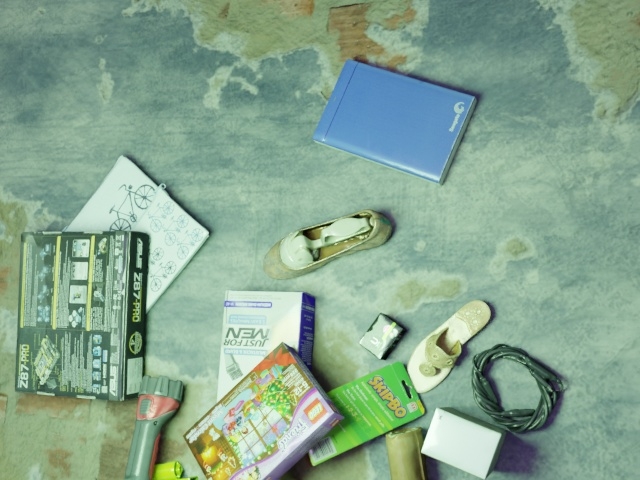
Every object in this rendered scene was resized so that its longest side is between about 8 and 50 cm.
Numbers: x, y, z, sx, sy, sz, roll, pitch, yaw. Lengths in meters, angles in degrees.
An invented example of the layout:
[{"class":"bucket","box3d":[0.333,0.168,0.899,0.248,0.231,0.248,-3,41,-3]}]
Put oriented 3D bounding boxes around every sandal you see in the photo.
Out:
[{"class":"sandal","box3d":[0.257,0.215,1.533,0.088,0.079,0.240,43,94,20]}]

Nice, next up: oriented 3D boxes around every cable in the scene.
[{"class":"cable","box3d":[0.385,0.297,1.500,0.185,0.047,0.150,33,95,18]}]

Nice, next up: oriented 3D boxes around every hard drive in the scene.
[{"class":"hard drive","box3d":[0.165,-0.273,1.684,0.319,0.040,0.210,22,86,21]}]

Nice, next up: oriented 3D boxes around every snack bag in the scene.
[{"class":"snack bag","box3d":[-0.476,-0.005,1.815,0.342,0.037,0.323,43,99,19]}]

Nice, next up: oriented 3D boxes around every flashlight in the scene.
[{"class":"flashlight","box3d":[-0.378,0.458,1.640,0.103,0.103,0.303,12,66,-14]}]

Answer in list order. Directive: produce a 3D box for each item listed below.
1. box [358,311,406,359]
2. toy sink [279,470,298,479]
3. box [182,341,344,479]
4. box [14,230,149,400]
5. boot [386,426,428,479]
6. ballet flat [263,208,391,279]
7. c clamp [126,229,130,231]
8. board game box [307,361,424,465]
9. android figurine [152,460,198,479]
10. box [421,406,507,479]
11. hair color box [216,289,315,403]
[{"class":"box","box3d":[0.134,0.206,1.589,0.062,0.052,0.083,36,92,20]},{"class":"toy sink","box3d":[-0.125,0.609,1.534,0.131,0.153,0.234,38,91,20]},{"class":"box","box3d":[-0.120,0.376,1.491,0.293,0.057,0.201,-44,54,3]},{"class":"box","box3d":[-0.573,0.174,1.766,0.319,0.097,0.394,-1,86,19]},{"class":"boot","box3d":[0.163,0.509,1.424,0.089,0.236,0.269,-9,80,14]},{"class":"ballet flat","box3d":[0.000,0.000,1.645,0.316,0.106,0.107,-22,73,12]},{"class":"c clamp","box3d":[-0.514,-0.044,1.865,0.137,0.022,0.160,-43,71,11]},{"class":"board game box","box3d":[0.077,0.357,1.538,0.260,0.039,0.124,-22,76,-11]},{"class":"android figurine","box3d":[-0.351,0.627,1.655,0.273,0.056,0.248,-12,75,13]},{"class":"box","box3d":[0.283,0.390,1.440,0.130,0.170,0.090,19,85,21]},{"class":"hair color box","box3d":[-0.120,0.282,1.626,0.185,0.110,0.338,0,80,16]}]
